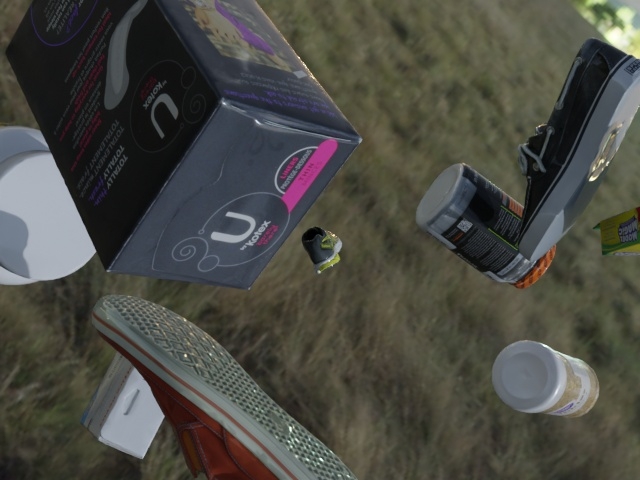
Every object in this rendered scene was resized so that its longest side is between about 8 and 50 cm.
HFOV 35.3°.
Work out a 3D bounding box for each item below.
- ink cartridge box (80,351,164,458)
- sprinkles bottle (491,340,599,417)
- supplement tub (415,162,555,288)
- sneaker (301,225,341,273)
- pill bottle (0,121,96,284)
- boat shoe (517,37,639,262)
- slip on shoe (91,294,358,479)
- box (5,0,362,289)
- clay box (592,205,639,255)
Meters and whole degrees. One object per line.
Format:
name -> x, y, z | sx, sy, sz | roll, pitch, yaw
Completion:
ink cartridge box -> -0.298, 0.250, 1.571 | 0.082, 0.140, 0.190 | 31, -12, -19
sprinkles bottle -> 0.419, 0.259, 1.843 | 0.121, 0.121, 0.355 | 52, 13, 25
supplement tub -> 0.244, -0.017, 1.475 | 0.190, 0.117, 0.117 | 35, 22, -14
sneaker -> 0.000, 0.000, 0.908 | 0.035, 0.031, 0.083 | 62, 3, -17
pill bottle -> -0.393, -0.051, 1.225 | 0.188, 0.188, 0.334 | 25, -7, -38
boat shoe -> 0.313, -0.114, 1.309 | 0.105, 0.306, 0.113 | 37, 41, 25
slip on shoe -> -0.103, 0.178, 0.966 | 0.331, 0.101, 0.123 | 43, 12, 5
box -> -0.119, -0.115, 0.795 | 0.143, 0.165, 0.270 | 11, 36, -44
clay box -> 0.449, -0.015, 1.276 | 0.127, 0.053, 0.222 | 0, -10, -10
